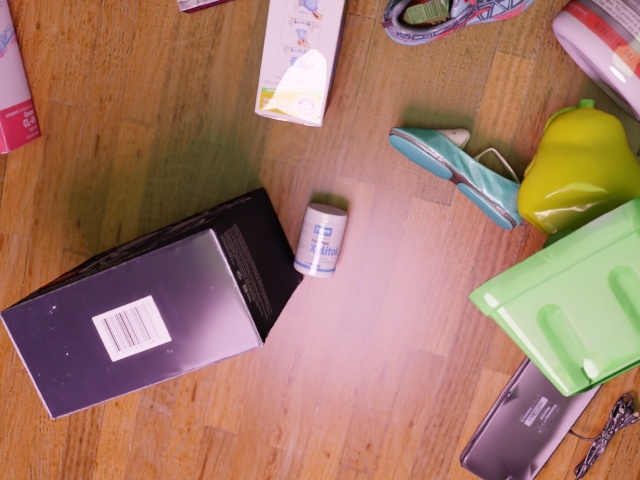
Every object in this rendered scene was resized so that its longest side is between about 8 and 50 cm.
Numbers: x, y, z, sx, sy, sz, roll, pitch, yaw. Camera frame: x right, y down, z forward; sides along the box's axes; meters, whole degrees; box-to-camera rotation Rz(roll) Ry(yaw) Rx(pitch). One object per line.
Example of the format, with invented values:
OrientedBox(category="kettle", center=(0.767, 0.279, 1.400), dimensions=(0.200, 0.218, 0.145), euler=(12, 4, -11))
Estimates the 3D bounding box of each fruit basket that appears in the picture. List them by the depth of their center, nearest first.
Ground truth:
OrientedBox(category="fruit basket", center=(0.349, 0.007, 1.109), dimensions=(0.283, 0.392, 0.392), euler=(-32, 97, 14))

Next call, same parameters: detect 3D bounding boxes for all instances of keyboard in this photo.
OrientedBox(category="keyboard", center=(0.389, 0.298, 1.319), dimensions=(0.202, 0.033, 0.317), euler=(32, 107, 7))

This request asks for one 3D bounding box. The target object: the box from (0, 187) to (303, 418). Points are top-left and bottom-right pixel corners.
OrientedBox(category="box", center=(-0.236, 0.083, 1.222), dimensions=(0.343, 0.312, 0.178), euler=(-21, 99, 13))

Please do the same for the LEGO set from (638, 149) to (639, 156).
OrientedBox(category="LEGO set", center=(0.452, -0.125, 1.214), dimensions=(0.083, 0.023, 0.054), euler=(4, 106, -5))

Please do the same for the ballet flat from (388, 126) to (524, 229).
OrientedBox(category="ballet flat", center=(0.222, -0.118, 1.230), dimensions=(0.247, 0.083, 0.087), euler=(36, 82, -1))

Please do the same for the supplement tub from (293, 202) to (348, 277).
OrientedBox(category="supplement tub", center=(0.000, 0.000, 1.289), dimensions=(0.071, 0.071, 0.107), euler=(14, 106, 6))

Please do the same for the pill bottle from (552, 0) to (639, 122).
OrientedBox(category="pill bottle", center=(0.508, -0.342, 1.052), dimensions=(0.210, 0.210, 0.363), euler=(46, 106, -3))

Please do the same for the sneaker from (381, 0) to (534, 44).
OrientedBox(category="sneaker", center=(0.214, -0.347, 1.142), dimensions=(0.262, 0.125, 0.104), euler=(-24, 99, 14))

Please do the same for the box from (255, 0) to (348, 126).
OrientedBox(category="box", center=(-0.025, -0.287, 1.181), dimensions=(0.103, 0.114, 0.203), euler=(12, 117, 2))

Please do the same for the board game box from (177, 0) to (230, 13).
OrientedBox(category="board game box", center=(-0.075, -0.489, 1.198), dimensions=(0.347, 0.056, 0.208), euler=(-13, 97, 12))

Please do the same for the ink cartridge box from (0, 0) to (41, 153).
OrientedBox(category="ink cartridge box", center=(-0.605, -0.287, 1.275), dimensions=(0.226, 0.131, 0.306), euler=(-3, 108, 11))
